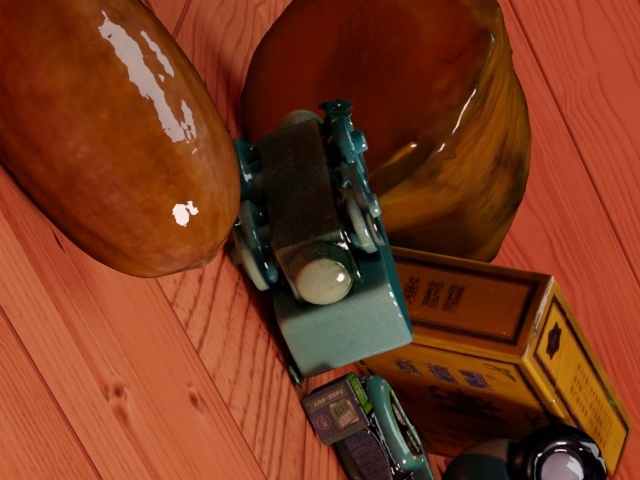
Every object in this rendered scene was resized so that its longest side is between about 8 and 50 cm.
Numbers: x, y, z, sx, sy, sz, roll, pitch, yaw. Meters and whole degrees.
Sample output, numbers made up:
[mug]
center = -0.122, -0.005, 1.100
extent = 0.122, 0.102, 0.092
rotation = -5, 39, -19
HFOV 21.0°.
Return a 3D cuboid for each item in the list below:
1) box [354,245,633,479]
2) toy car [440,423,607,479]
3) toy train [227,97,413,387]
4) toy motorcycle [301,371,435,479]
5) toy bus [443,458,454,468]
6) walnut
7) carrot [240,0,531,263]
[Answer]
[box]
center = 0.146, 0.117, 1.531
extent = 0.301, 0.192, 0.084
rotation = 54, 52, -53
[toy car]
center = 0.203, 0.286, 1.480
extent = 0.255, 0.190, 0.188
rotation = 37, -23, -3
[toy train]
center = 0.000, 0.000, 1.288
extent = 0.203, 0.112, 0.163
rotation = -98, 167, -54
[toy motorcycle]
center = 0.049, 0.177, 1.282
extent = 0.173, 0.058, 0.100
rotation = 64, 16, -2
[toy bus]
center = 0.187, 0.285, 1.762
extent = 0.203, 0.063, 0.090
rotation = 57, 13, -47
[walnut]
center = -0.115, -0.069, 0.850
extent = 0.207, 0.115, 0.116
rotation = 54, 13, -22
[carrot]
center = 0.060, -0.109, 1.507
extent = 0.341, 0.241, 0.241
rotation = 53, 15, -66
